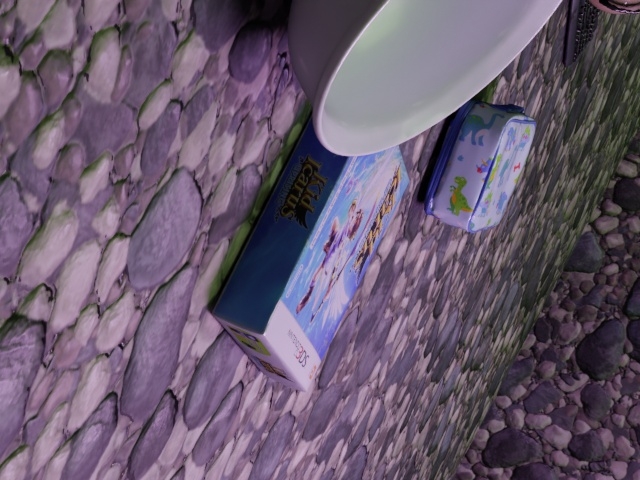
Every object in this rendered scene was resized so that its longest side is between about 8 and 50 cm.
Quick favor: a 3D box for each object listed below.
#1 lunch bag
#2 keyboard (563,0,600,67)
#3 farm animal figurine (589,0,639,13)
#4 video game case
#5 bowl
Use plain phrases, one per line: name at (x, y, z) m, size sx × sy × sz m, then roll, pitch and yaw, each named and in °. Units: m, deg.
lunch bag at (0.220, -0.106, 1.945) m, size 0.176 × 0.090 × 0.219 m, roll -70°, pitch 164°, yaw 11°
keyboard at (0.461, -0.442, 2.368) m, size 0.201 × 0.033 × 0.317 m, roll -61°, pitch 163°, yaw -22°
farm animal figurine at (0.341, -0.392, 1.788) m, size 0.330 × 0.172 × 0.327 m, roll 96°, pitch -18°, yaw -44°
video game case at (0.000, 0.000, 1.446) m, size 0.269 × 0.061 × 0.244 m, roll -64°, pitch 164°, yaw -13°
bowl at (0.077, -0.219, 1.184) m, size 0.298 × 0.134 × 0.298 m, roll -35°, pitch 161°, yaw -14°
